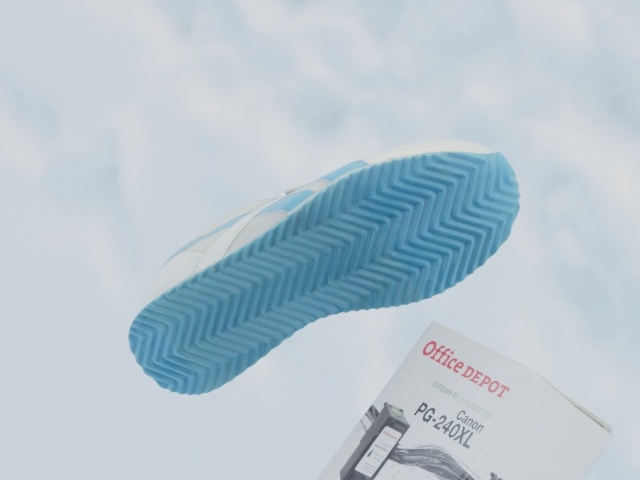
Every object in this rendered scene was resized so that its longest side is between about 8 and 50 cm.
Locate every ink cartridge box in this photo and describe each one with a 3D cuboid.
[{"bbox_3d":[0.057,0.124,0.894,0.150,0.063,0.109,-54,27,-6],"label":"ink cartridge box"}]

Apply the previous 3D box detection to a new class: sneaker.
[{"bbox_3d":[0.000,0.000,1.000,0.229,0.087,0.092,-23,21,12],"label":"sneaker"}]
